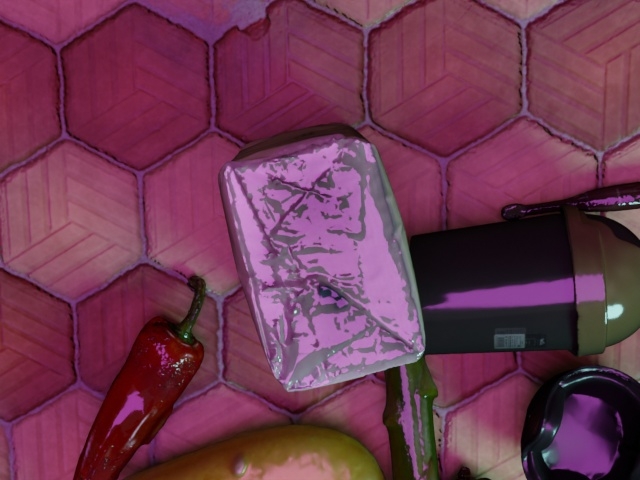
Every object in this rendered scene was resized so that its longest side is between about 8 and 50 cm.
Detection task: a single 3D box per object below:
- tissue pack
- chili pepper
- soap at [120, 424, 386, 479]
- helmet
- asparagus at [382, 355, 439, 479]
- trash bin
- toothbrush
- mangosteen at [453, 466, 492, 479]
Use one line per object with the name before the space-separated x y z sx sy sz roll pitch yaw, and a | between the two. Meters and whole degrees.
tissue pack | 0.000 0.000 1.313 0.207 0.380 0.297 -14 97 1
chili pepper | -0.270 0.231 1.500 0.110 0.110 0.387 32 97 -2
soap | -0.097 0.442 1.522 0.427 0.115 0.306 -14 95 4
helmet | 0.386 0.285 1.429 0.189 0.193 0.216 17 92 7
asparagus | 0.134 0.268 1.488 0.085 0.082 0.343 -4 86 -28
trash bin | 0.301 0.061 1.395 0.333 0.214 0.214 -6 99 12
toothbrush | 0.445 -0.064 1.449 0.364 0.041 0.041 -7 99 4
mangosteen | 0.230 0.413 1.503 0.140 0.140 0.140 0 99 3
